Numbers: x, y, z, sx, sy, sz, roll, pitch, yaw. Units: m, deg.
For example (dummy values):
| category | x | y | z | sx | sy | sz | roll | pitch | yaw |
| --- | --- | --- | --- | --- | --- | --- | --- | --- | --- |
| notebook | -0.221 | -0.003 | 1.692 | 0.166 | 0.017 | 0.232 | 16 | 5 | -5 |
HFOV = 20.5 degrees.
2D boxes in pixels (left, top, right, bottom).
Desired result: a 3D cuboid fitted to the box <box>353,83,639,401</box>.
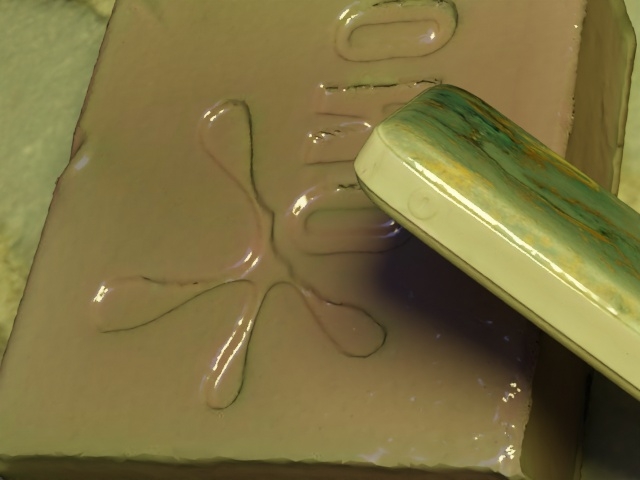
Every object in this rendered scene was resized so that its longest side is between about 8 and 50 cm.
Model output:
| category | x | y | z | sx | sy | sz | roll | pitch | yaw |
| --- | --- | --- | --- | --- | --- | --- | --- | --- | --- |
| box | 0.143 | 0.036 | 0.704 | 0.285 | 0.142 | 0.044 | 37 | 111 | 4 |

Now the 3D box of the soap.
| category | x | y | z | sx | sy | sz | roll | pitch | yaw |
| --- | --- | --- | --- | --- | --- | --- | --- | --- | --- |
| soap | 0.000 | 0.000 | 0.884 | 0.285 | 0.107 | 0.296 | -4 | 57 | 25 |
